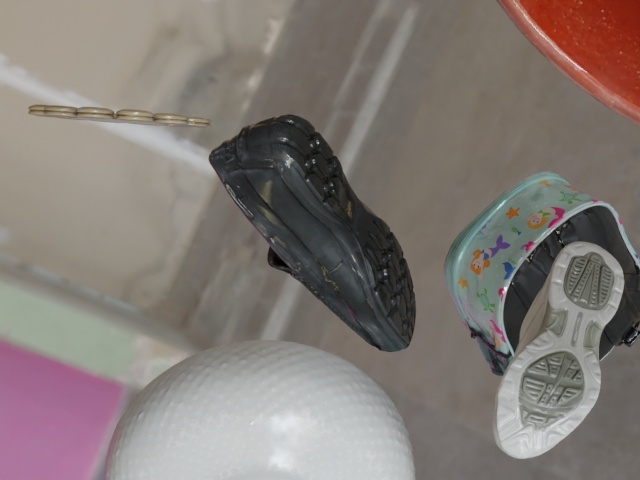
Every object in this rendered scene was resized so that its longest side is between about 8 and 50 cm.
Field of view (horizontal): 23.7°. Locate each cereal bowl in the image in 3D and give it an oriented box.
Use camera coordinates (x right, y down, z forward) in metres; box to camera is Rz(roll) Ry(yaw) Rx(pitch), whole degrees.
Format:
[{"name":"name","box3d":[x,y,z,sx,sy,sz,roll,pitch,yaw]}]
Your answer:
[{"name":"cereal bowl","box3d":[-0.062,0.283,1.611,0.339,0.339,0.141,-58,16,20]}]

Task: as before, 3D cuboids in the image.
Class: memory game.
[{"name":"memory game","box3d":[-0.200,-0.124,1.529,0.186,0.186,0.012,-168,81,-69]}]

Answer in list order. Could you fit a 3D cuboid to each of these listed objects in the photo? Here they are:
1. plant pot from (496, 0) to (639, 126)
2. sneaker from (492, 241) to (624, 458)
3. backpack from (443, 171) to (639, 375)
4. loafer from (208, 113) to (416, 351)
[{"name":"plant pot","box3d":[0.241,-0.220,0.722,0.265,0.272,0.272,-50,11,-30]},{"name":"sneaker","box3d":[0.228,0.120,1.501,0.232,0.090,0.115,-61,-3,-25]},{"name":"backpack","box3d":[0.266,0.043,1.844,0.225,0.253,0.191,-43,51,-10]},{"name":"loafer","box3d":[0.000,0.000,1.108,0.078,0.223,0.076,-14,40,29]}]
